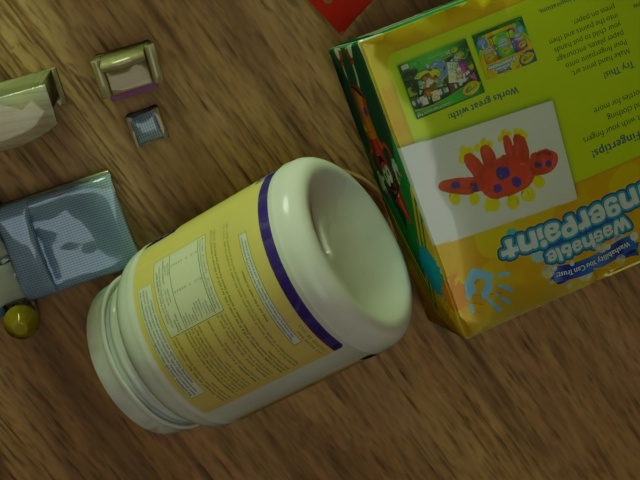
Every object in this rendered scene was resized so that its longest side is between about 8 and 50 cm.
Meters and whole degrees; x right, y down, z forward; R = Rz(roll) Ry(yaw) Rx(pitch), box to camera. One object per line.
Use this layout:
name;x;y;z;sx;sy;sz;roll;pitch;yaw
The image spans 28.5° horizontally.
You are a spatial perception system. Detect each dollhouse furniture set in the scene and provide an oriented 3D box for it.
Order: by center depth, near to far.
dollhouse furniture set;-0.290;-0.046;1.489;0.286;0.198;0.303;-17;106;-4

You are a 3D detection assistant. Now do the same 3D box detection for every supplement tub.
supplement tub;-0.086;0.075;1.484;0.331;0.241;0.241;-28;108;26

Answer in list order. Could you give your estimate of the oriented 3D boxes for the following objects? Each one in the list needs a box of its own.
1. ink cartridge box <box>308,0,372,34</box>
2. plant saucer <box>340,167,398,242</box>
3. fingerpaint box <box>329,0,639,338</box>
ink cartridge box;0.051;-0.352;1.522;0.179;0.045;0.145;-47;124;2
plant saucer;0.000;0.000;1.628;0.200;0.037;0.200;-2;104;-8
fingerpaint box;0.286;-0.141;1.532;0.444;0.163;0.371;-23;100;-10
